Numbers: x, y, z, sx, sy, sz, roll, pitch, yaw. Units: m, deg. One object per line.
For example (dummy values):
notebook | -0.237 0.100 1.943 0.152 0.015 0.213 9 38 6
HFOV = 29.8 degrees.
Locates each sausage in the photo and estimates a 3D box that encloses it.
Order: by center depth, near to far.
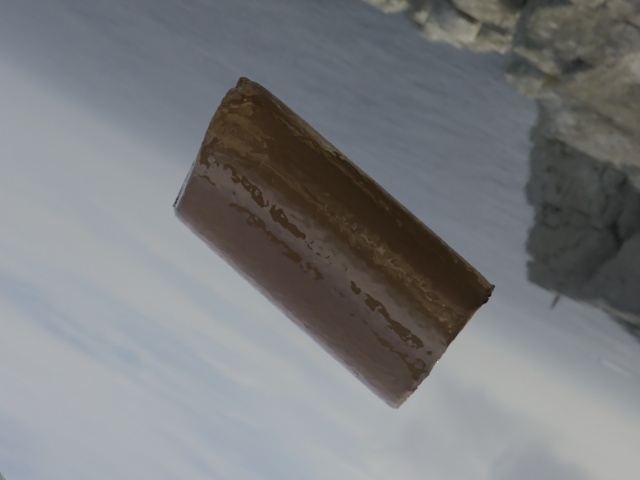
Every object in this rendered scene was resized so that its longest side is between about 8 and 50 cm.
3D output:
sausage | 0.000 0.000 0.898 0.253 0.123 0.123 41 179 0

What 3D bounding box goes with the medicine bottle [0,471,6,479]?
medicine bottle | -0.180 -0.030 0.259 0.108 0.108 0.426 28 148 43
